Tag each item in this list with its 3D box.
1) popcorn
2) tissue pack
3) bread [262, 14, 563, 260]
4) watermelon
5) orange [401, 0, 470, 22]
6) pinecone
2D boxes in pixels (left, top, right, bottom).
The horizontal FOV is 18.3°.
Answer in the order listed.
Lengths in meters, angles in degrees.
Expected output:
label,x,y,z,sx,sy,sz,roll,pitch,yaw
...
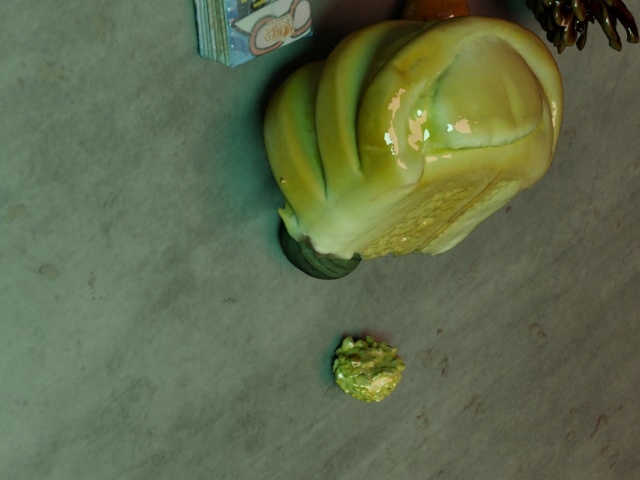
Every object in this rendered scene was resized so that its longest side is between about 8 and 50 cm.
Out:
label,x,y,z,sx,sy,sz,roll,pitch,yaw
popcorn,0.054,0.142,2.237,0.082,0.083,0.057,6,137,-15
tissue pack,-0.068,-0.261,1.953,0.115,0.065,0.155,-27,123,-35
bread,0.097,-0.126,2.041,0.315,0.211,0.270,-7,152,-48
watermelon,0.000,0.000,2.122,0.110,0.078,0.078,31,83,-46
orange,0.124,-0.238,2.155,0.083,0.070,0.083,-36,144,-31
pinecone,0.345,-0.334,2.190,0.246,0.292,0.246,-16,90,-73
